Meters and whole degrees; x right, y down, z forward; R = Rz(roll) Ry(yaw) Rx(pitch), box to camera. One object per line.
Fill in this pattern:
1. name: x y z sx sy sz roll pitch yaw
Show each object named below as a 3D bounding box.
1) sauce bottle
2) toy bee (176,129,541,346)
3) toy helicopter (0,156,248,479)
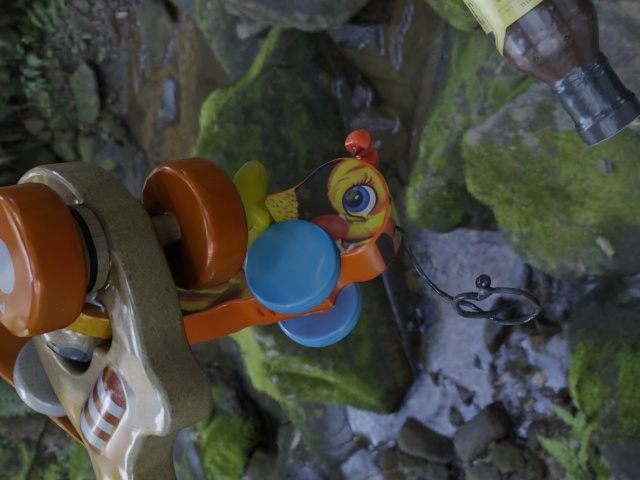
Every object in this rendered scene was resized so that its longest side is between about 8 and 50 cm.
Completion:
1. sauce bottle: 0.216 -0.257 0.938 0.344 0.111 0.111 55 142 -4
2. toy bee: 0.000 0.000 0.699 0.195 0.298 0.162 105 168 -62
3. toy helicopter: -0.139 0.126 0.578 0.235 0.140 0.355 -13 92 49
